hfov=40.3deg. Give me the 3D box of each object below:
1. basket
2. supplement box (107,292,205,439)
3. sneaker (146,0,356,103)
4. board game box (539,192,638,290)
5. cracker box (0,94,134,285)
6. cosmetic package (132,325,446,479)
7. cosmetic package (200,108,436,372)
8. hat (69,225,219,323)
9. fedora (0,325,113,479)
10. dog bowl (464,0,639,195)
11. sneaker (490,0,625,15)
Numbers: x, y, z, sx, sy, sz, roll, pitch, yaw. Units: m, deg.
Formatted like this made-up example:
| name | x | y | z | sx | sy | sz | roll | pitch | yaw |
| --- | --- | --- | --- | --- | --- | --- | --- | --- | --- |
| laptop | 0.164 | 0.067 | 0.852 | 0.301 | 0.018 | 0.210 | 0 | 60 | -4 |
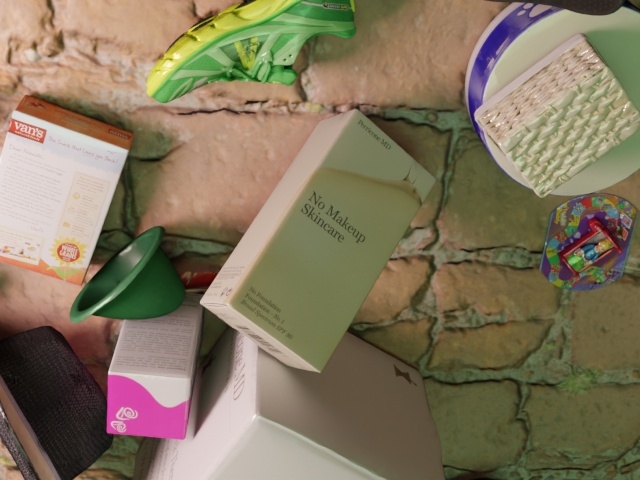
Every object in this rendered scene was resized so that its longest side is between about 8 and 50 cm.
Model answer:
| name | x | y | z | sx | sy | sz | roll | pitch | yaw |
| --- | --- | --- | --- | --- | --- | --- | --- | --- | --- |
| basket | 0.291 | -0.149 | 1.059 | 0.167 | 0.103 | 0.113 | -38 | 115 | 15 |
| supplement box | -0.233 | 0.170 | 1.259 | 0.114 | 0.220 | 0.111 | 6 | 118 | -6 |
| sneaker | -0.088 | -0.239 | 1.108 | 0.295 | 0.109 | 0.123 | -24 | 113 | 10 |
| board game box | 0.406 | 0.012 | 1.311 | 0.133 | 0.033 | 0.168 | 2 | 118 | -4 |
| cracker box | -0.370 | -0.066 | 1.212 | 0.156 | 0.067 | 0.232 | 20 | 117 | -14 |
| cosmetic package | -0.063 | 0.356 | 1.307 | 0.327 | 0.329 | 0.393 | 31 | 112 | -17 |
| cosmetic package | 0.000 | 0.000 | 1.147 | 0.160 | 0.113 | 0.309 | 38 | 73 | -20 |
| hat | -0.219 | 0.096 | 1.245 | 0.208 | 0.173 | 0.183 | -38 | 112 | 14 |
| fedora | -0.408 | 0.249 | 1.305 | 0.152 | 0.334 | 0.334 | -30 | 120 | -21 |
| dog bowl | 0.330 | -0.196 | 1.154 | 0.265 | 0.104 | 0.265 | -1 | 119 | -2 |
| sneaker | 0.265 | -0.365 | 1.071 | 0.270 | 0.145 | 0.090 | 21 | 149 | 24 |
